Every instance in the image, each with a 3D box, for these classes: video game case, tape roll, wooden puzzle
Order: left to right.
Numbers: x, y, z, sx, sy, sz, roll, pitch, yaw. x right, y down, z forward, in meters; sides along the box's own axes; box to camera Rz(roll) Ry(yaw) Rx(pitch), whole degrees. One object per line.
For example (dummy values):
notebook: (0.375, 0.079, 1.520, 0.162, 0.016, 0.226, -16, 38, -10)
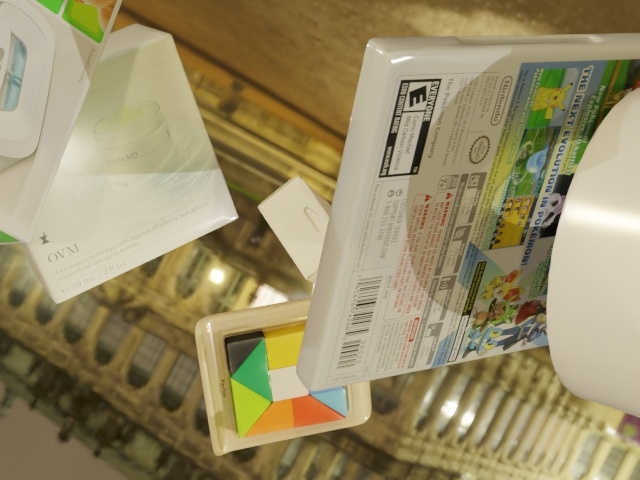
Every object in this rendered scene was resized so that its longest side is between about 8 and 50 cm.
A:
wooden puzzle: (-0.043, 0.185, 1.464, 0.239, 0.220, 0.044, -12, -153, -14)
video game case: (0.141, -0.024, 0.941, 0.300, 0.328, 0.036, -7, -145, -29)
tape roll: (0.304, 0.013, 0.909, 0.100, 0.286, 0.286, 14, 171, 37)

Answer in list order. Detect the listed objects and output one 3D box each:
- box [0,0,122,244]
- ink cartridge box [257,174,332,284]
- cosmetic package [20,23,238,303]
box: (-0.330, -0.158, 0.913, 0.127, 0.261, 0.231, -4, 152, 43)
ink cartridge box: (0.000, 0.000, 1.580, 0.139, 0.082, 0.191, 56, -173, 19)
cosmetic package: (-0.243, -0.090, 1.166, 0.138, 0.224, 0.224, 30, 143, 61)
